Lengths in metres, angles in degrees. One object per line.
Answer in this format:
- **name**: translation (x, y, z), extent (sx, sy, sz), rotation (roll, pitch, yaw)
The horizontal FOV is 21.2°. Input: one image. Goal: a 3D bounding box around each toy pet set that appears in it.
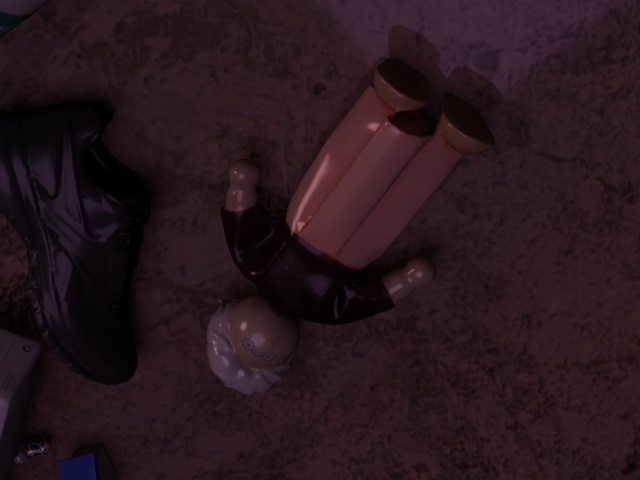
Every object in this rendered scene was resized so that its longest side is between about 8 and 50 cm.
- **toy pet set**: translation (-0.263, 0.258, 1.727), extent (0.114, 0.065, 0.122), rotation (-15, 113, 17)

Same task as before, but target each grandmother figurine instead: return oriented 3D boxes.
- **grandmother figurine**: translation (0.000, 0.000, 1.538), extent (0.208, 0.104, 0.342), rotation (35, 114, 2)

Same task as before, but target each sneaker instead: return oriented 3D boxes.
- **sneaker**: translation (-0.210, 0.005, 1.577), extent (0.130, 0.109, 0.286), rotation (-13, 115, 9)

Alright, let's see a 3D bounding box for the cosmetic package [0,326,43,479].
- **cosmetic package**: translation (-0.452, 0.204, 1.682), extent (0.284, 0.097, 0.377), rotation (22, 129, 2)

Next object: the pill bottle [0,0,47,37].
- **pill bottle**: translation (-0.347, -0.237, 1.423), extent (0.361, 0.204, 0.204), rotation (-33, 106, 23)
